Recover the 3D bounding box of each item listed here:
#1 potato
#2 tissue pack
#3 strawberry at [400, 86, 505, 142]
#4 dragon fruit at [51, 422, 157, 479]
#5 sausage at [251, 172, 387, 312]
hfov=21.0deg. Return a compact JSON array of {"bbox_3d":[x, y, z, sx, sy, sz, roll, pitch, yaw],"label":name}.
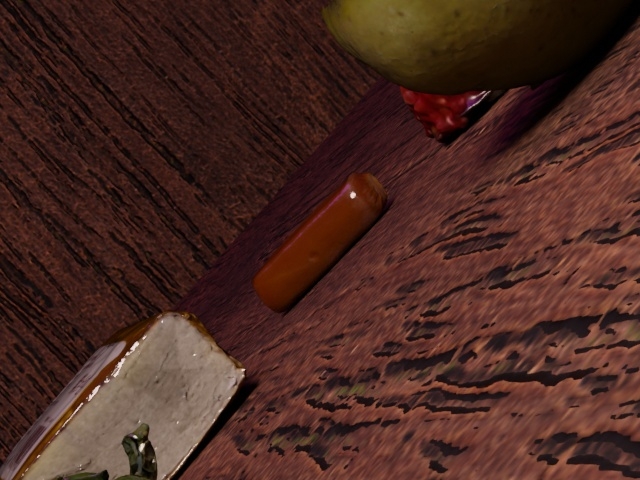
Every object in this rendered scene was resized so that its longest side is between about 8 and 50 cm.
[{"bbox_3d":[0.127,-0.154,0.997,0.271,0.111,0.160,-33,2,-40],"label":"potato"},{"bbox_3d":[-0.149,0.137,1.208,0.183,0.092,0.226,-48,4,-13],"label":"tissue pack"},{"bbox_3d":[0.110,-0.173,1.320,0.190,0.111,0.236,-50,4,-6],"label":"strawberry"},{"bbox_3d":[-0.164,0.166,0.804,0.236,0.137,0.135,-55,10,18],"label":"dragon fruit"},{"bbox_3d":[0.000,0.000,1.308,0.131,0.039,0.041,-47,2,21],"label":"sausage"}]
